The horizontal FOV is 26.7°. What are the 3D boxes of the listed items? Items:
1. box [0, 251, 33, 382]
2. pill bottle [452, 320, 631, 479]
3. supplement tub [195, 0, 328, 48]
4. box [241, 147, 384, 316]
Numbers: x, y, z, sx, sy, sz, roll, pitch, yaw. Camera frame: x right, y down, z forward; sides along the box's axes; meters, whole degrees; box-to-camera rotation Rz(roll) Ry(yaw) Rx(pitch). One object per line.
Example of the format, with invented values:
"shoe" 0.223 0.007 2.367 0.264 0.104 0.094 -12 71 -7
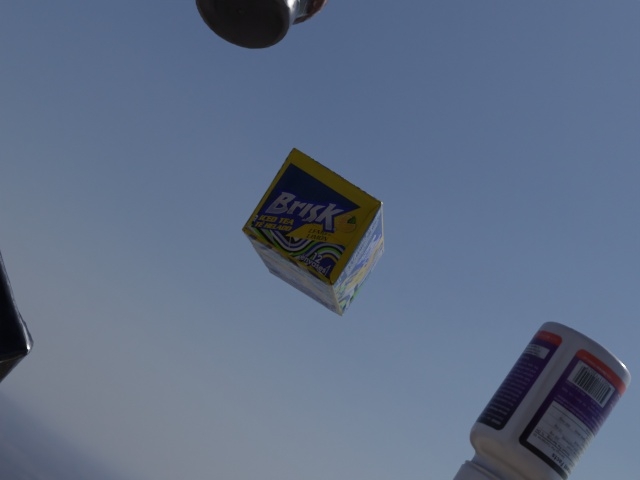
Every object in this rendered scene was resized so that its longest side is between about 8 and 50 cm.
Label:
"box" -0.392 -0.005 0.907 0.183 0.296 0.294 -38 -113 54
"pill bottle" 0.218 0.188 1.358 0.108 0.193 0.108 35 -10 7
"supplement tub" -0.025 -0.228 0.974 0.106 0.198 0.106 14 -38 11
"box" 0.000 0.000 0.781 0.059 0.054 0.169 32 -7 7
